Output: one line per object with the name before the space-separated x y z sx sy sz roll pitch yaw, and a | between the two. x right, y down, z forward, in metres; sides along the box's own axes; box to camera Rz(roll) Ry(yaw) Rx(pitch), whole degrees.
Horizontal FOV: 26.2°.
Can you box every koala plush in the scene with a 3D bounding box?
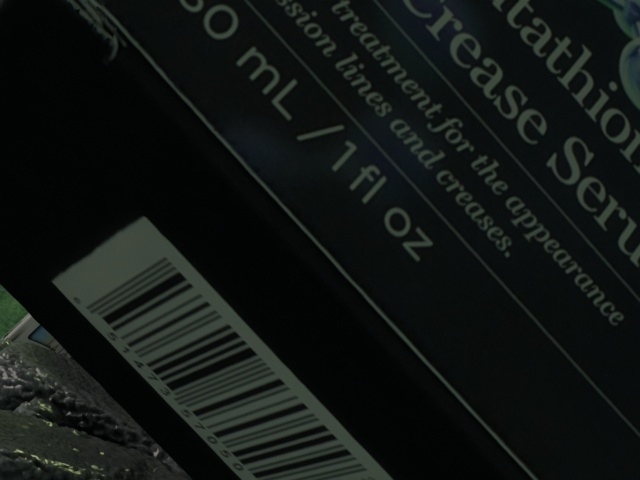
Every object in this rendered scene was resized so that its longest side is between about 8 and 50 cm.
koala plush | -0.160 0.210 0.817 0.221 0.203 0.196 -63 6 11

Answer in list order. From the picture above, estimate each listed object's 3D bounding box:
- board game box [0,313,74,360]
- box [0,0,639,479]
board game box | -0.071 0.060 0.949 0.305 0.193 0.053 -43 8 6
box | 0.079 -0.074 0.586 0.395 0.293 0.212 -49 11 -31
